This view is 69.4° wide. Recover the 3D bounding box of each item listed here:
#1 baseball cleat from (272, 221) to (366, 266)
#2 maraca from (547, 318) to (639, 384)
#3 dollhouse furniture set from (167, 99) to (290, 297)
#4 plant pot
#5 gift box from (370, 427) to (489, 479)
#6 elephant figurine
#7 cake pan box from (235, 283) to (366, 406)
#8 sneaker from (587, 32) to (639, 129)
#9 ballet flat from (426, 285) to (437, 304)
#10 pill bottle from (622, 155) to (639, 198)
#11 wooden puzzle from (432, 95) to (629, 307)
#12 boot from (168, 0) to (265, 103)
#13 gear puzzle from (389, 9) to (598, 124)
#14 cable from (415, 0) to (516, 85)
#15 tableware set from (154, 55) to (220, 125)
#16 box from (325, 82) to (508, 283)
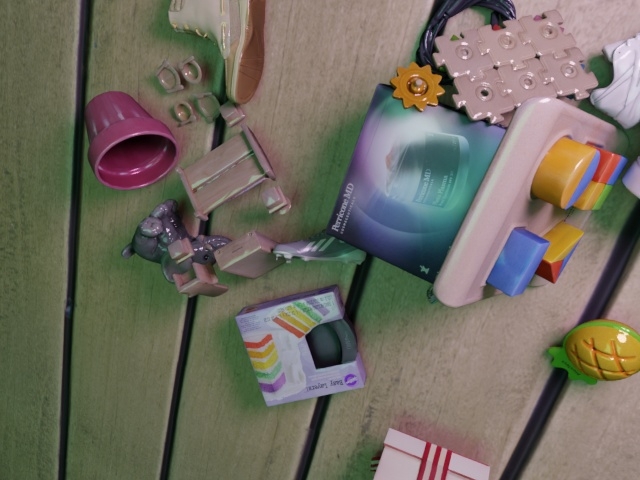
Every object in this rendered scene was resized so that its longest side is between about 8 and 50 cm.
[{"bbox_3d":[0.000,0.000,1.012,0.206,0.072,0.109,5,84,-14],"label":"baseball cleat"},{"bbox_3d":[0.513,0.212,0.861,0.127,0.099,0.185,41,142,11],"label":"maraca"},{"bbox_3d":[-0.229,-0.086,1.092,0.303,0.174,0.355,-30,71,9],"label":"dollhouse furniture set"},{"bbox_3d":[-0.475,-0.252,1.121,0.201,0.201,0.180,-45,68,27],"label":"plant pot"},{"bbox_3d":[0.208,0.596,1.014,0.255,0.258,0.276,19,131,16],"label":"gift box"},{"bbox_3d":[-0.340,0.028,1.160,0.239,0.169,0.186,42,147,-9],"label":"elephant figurine"},{"bbox_3d":[-0.040,0.252,1.104,0.267,0.070,0.245,-15,100,14],"label":"cake pan box"},{"bbox_3d":[0.513,-0.301,0.723,0.115,0.090,0.232,34,114,16],"label":"sneaker"},{"bbox_3d":[0.270,0.094,0.965,0.114,0.041,0.041,-33,90,27],"label":"ballet flat"},{"bbox_3d":[0.597,-0.192,0.644,0.188,0.188,0.333,30,127,14],"label":"pill bottle"},{"bbox_3d":[0.361,-0.036,0.730,0.080,0.348,0.322,40,120,41],"label":"wooden puzzle"},{"bbox_3d":[-0.230,-0.438,1.005,0.204,0.095,0.261,12,107,20],"label":"boot"},{"bbox_3d":[0.273,-0.265,0.755,0.339,0.044,0.175,-17,76,-10],"label":"gear puzzle"},{"bbox_3d":[0.262,-0.363,0.844,0.151,0.047,0.184,37,113,5],"label":"cable"},{"bbox_3d":[-0.312,-0.349,1.086,0.141,0.020,0.168,-8,119,32],"label":"tableware set"},{"bbox_3d":[0.206,-0.098,0.861,0.294,0.183,0.296,26,113,17],"label":"box"}]
